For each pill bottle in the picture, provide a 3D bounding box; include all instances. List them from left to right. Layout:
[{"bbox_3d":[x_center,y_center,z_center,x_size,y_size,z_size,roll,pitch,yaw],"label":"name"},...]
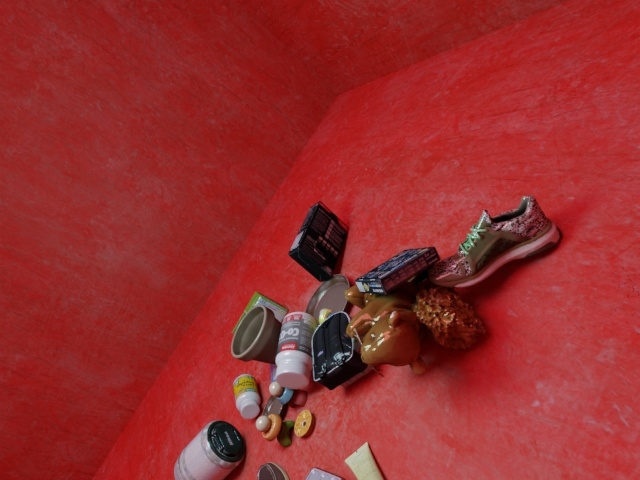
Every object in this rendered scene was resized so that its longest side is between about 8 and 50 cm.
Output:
[{"bbox_3d":[-0.349,0.745,2.011,0.118,0.117,0.208,-52,25,5],"label":"pill bottle"},{"bbox_3d":[-0.100,0.456,1.763,0.161,0.161,0.283,-37,29,33],"label":"pill bottle"}]

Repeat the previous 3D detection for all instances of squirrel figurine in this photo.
[{"bbox_3d":[0.272,0.244,1.280,0.396,0.281,0.370,-21,-1,8],"label":"squirrel figurine"}]

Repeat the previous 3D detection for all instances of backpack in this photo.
[{"bbox_3d":[0.078,0.408,1.592,0.225,0.191,0.254,-41,36,22],"label":"backpack"}]

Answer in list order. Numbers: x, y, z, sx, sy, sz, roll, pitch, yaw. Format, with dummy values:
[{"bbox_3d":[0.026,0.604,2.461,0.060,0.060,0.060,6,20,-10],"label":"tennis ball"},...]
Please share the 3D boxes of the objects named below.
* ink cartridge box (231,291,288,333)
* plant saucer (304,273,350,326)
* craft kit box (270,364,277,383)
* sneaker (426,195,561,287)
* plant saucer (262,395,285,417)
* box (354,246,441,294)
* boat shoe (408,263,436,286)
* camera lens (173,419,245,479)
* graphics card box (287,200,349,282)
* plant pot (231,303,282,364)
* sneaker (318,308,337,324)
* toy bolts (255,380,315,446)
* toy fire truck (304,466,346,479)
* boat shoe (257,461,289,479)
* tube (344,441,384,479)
[{"bbox_3d":[-0.324,0.434,2.271,0.255,0.188,0.097,-60,27,-7],"label":"ink cartridge box"},{"bbox_3d":[0.040,0.303,1.957,0.310,0.050,0.311,-41,28,27],"label":"plant saucer"},{"bbox_3d":[-0.145,0.520,2.008,0.247,0.060,0.250,-49,26,19],"label":"craft kit box"},{"bbox_3d":[0.494,-0.007,1.279,0.410,0.182,0.158,-28,19,8],"label":"sneaker"},{"bbox_3d":[-0.199,0.738,1.847,0.168,0.029,0.169,-47,24,28],"label":"plant saucer"},{"bbox_3d":[0.236,0.092,1.315,0.220,0.051,0.175,-28,5,-21],"label":"box"},{"bbox_3d":[0.320,0.187,1.535,0.104,0.110,0.308,-2,57,61],"label":"boat shoe"},{"bbox_3d":[-0.487,0.958,1.868,0.274,0.219,0.219,-48,26,14],"label":"camera lens"},{"bbox_3d":[0.000,0.000,2.133,0.094,0.232,0.371,-30,27,39],"label":"graphics card box"},{"bbox_3d":[-0.243,0.458,1.925,0.263,0.229,0.263,-39,29,27],"label":"plant pot"},{"bbox_3d":[0.049,0.409,1.765,0.091,0.126,0.241,-13,-73,-83],"label":"sneaker"},{"bbox_3d":[-0.140,0.673,1.684,0.218,0.158,0.229,-34,32,38],"label":"toy bolts"},{"bbox_3d":[0.010,0.824,1.262,0.302,0.169,0.254,-19,24,50],"label":"toy fire truck"},{"bbox_3d":[-0.179,0.914,1.497,0.123,0.123,0.342,-54,25,2],"label":"boat shoe"},{"bbox_3d":[0.152,0.709,1.257,0.240,0.069,0.062,-144,60,-67],"label":"tube"}]
